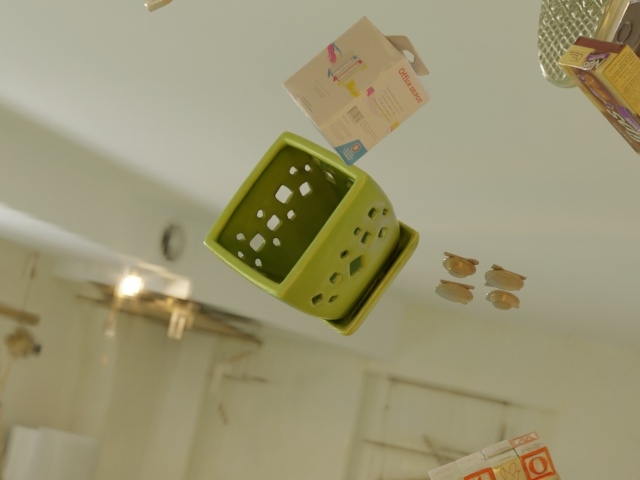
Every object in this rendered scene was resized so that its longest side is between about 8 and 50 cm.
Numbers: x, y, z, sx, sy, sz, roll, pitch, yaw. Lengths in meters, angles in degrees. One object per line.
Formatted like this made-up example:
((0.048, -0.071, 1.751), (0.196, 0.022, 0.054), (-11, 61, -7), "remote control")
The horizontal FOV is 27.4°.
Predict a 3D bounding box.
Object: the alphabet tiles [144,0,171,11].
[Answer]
((-0.094, -0.374, 1.422), (0.284, 0.278, 0.021), (-13, -40, 44), "alphabet tiles")

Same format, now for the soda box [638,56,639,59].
((0.469, -0.235, 1.954), (0.169, 0.053, 0.060), (-12, -30, -50), "soda box")

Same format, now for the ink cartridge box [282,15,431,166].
((0.049, -0.176, 1.503), (0.090, 0.143, 0.092), (51, 1, 35), "ink cartridge box")

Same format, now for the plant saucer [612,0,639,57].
((0.559, -0.372, 2.375), (0.029, 0.168, 0.168), (21, -12, -17), "plant saucer")

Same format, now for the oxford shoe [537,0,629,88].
((0.434, -0.423, 1.892), (0.130, 0.449, 0.169), (23, -9, -34), "oxford shoe")

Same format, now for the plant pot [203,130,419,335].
((0.000, 0.000, 2.013), (0.207, 0.228, 0.227), (38, -4, -42), "plant pot")

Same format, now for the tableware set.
((0.257, 0.071, 2.118), (0.141, 0.020, 0.169), (14, -27, 9), "tableware set")

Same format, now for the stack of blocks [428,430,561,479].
((0.212, 0.415, 1.907), (0.297, 0.171, 0.087), (-22, 7, 1), "stack of blocks")

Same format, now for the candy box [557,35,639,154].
((0.396, -0.175, 1.666), (0.186, 0.053, 0.109), (44, -4, -26), "candy box")
